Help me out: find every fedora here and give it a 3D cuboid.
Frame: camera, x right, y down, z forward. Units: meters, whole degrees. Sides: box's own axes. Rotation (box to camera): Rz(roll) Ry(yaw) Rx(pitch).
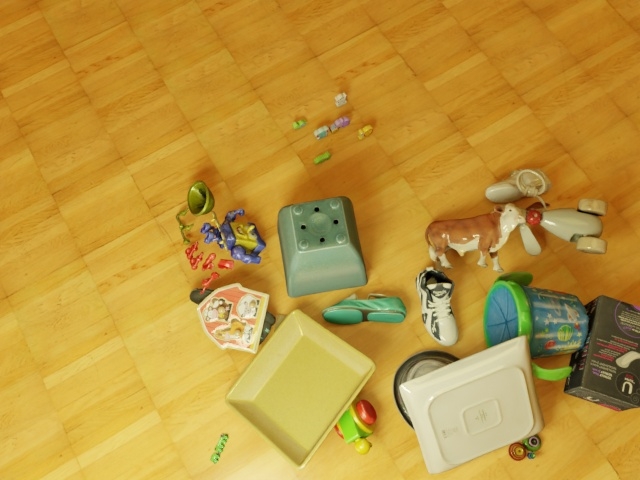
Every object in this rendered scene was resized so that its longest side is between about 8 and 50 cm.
[{"bbox_3d":[0.334,0.420,1.727,0.275,0.124,0.244,39,76,14],"label":"fedora"}]

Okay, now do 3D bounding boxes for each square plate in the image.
[{"bbox_3d":[0.406,0.441,1.622,0.344,0.347,0.049,-22,28,-2],"label":"square plate"}]

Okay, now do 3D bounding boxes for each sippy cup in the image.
[{"bbox_3d":[0.602,0.229,1.749,0.224,0.240,0.306,2,80,-9],"label":"sippy cup"}]

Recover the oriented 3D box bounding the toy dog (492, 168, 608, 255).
[{"bbox_3d":[0.700,-0.052,1.895,0.333,0.161,0.220,29,85,20],"label":"toy dog"}]

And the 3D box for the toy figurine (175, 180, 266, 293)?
[{"bbox_3d":[-0.275,-0.005,1.915,0.217,0.191,0.363,10,36,-36],"label":"toy figurine"}]

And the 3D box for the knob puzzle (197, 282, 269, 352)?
[{"bbox_3d":[-0.256,0.214,1.782,0.213,0.030,0.213,0,87,2],"label":"knob puzzle"}]

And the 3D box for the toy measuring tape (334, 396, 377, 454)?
[{"bbox_3d":[0.077,0.442,1.753,0.121,0.121,0.330,-18,50,-5],"label":"toy measuring tape"}]

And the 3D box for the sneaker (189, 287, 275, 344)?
[{"bbox_3d":[-0.268,0.218,1.833,0.267,0.101,0.106,20,74,9],"label":"sneaker"}]

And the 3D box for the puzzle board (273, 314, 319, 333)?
[{"bbox_3d":[-0.073,0.276,1.853,0.128,0.011,0.096,10,69,5],"label":"puzzle board"}]

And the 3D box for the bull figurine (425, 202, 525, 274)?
[{"bbox_3d":[0.453,-0.003,1.846,0.310,0.101,0.189,-8,66,35],"label":"bull figurine"}]

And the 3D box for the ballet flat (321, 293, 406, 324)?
[{"bbox_3d":[0.127,0.198,1.849,0.247,0.083,0.087,0,45,1],"label":"ballet flat"}]

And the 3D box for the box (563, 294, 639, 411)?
[{"bbox_3d":[0.799,0.312,1.742,0.165,0.143,0.270,19,71,7],"label":"box"}]

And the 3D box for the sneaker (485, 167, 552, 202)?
[{"bbox_3d":[0.608,-0.180,1.977,0.212,0.080,0.094,-9,58,-9],"label":"sneaker"}]

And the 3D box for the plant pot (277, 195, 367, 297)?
[{"bbox_3d":[0.000,0.000,1.825,0.247,0.252,0.247,-10,70,-1],"label":"plant pot"}]

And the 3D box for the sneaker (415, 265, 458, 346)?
[{"bbox_3d":[0.339,0.179,1.801,0.094,0.153,0.235,-10,69,0],"label":"sneaker"}]

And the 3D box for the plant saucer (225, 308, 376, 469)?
[{"bbox_3d":[-0.048,0.400,1.714,0.332,0.081,0.333,29,76,39],"label":"plant saucer"}]

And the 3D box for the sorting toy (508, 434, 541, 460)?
[{"bbox_3d":[0.561,0.563,1.710,0.102,0.042,0.061,-30,72,-9],"label":"sorting toy"}]

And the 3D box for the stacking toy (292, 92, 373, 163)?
[{"bbox_3d":[0.037,-0.370,2.068,0.221,0.052,0.167,-30,71,-8],"label":"stacking toy"}]

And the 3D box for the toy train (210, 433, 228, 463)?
[{"bbox_3d":[-0.280,0.575,1.745,0.023,0.017,0.083,17,71,19],"label":"toy train"}]
